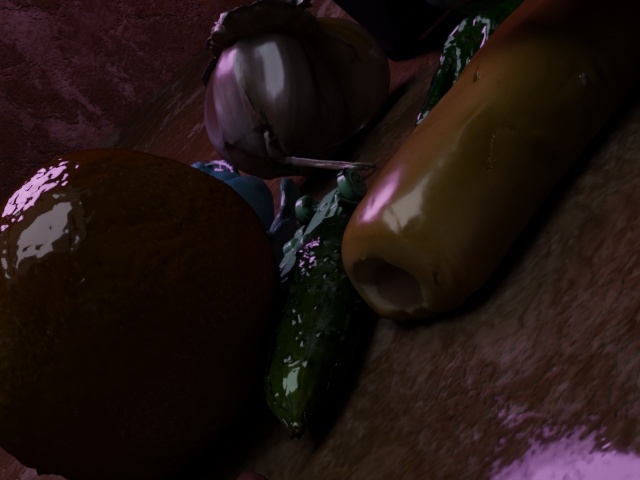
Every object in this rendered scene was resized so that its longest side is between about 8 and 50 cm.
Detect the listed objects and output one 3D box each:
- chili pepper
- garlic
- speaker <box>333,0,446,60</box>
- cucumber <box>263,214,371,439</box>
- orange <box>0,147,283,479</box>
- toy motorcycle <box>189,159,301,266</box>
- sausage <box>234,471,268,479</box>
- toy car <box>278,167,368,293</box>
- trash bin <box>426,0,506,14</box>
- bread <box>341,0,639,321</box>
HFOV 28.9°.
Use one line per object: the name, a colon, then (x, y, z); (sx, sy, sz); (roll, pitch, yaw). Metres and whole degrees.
chili pepper: (0.132, -0.130, 1.015); (0.100, 0.074, 0.257); (-37, 21, 54)
garlic: (-0.028, -0.158, 1.268); (0.207, 0.207, 0.256); (-45, 23, 0)
speaker: (0.061, -0.360, 1.365); (0.184, 0.232, 0.254); (-46, -16, -3)
cucumber: (0.001, 0.057, 0.888); (0.069, 0.069, 0.227); (-35, 22, 31)
orange: (-0.156, 0.061, 0.942); (0.264, 0.264, 0.264); (-41, 16, 15)
toy motorcycle: (-0.131, 0.020, 1.195); (0.206, 0.154, 0.260); (14, 53, 45)
sausage: (-0.033, 0.184, 0.707); (0.029, 0.029, 0.223); (-44, 16, 5)
toy car: (0.000, 0.000, 1.047); (0.073, 0.054, 0.143); (-37, 16, 35)
trash bin: (0.202, -0.333, 0.867); (0.381, 0.259, 0.295); (-27, 5, -36)
bread: (0.127, -0.079, 0.863); (0.305, 0.091, 0.142); (-50, 11, -20)
